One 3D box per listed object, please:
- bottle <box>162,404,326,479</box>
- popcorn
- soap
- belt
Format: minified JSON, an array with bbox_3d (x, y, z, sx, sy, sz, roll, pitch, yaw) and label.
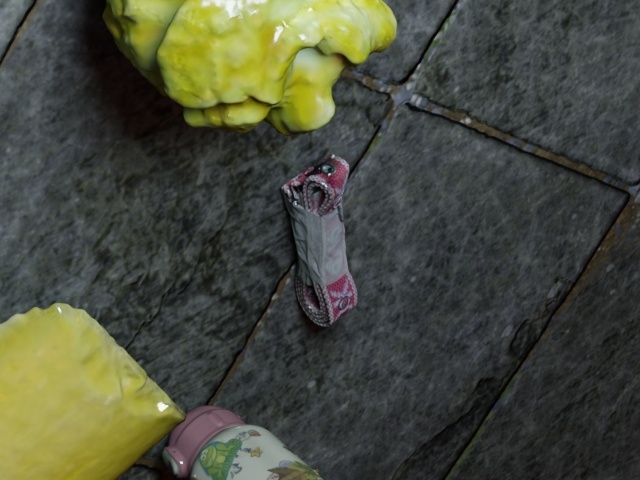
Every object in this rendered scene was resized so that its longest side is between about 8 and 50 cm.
[{"bbox_3d":[-0.074,0.268,2.070,0.120,0.253,0.120,-21,127,-31],"label":"bottle"},{"bbox_3d":[-0.051,-0.230,1.669,0.247,0.282,0.282,33,98,-39],"label":"popcorn"},{"bbox_3d":[-0.356,0.236,1.884,0.427,0.115,0.306,-38,144,-4],"label":"soap"},{"bbox_3d":[0.000,0.000,2.068,0.053,0.071,0.232,-34,143,-27],"label":"belt"}]
